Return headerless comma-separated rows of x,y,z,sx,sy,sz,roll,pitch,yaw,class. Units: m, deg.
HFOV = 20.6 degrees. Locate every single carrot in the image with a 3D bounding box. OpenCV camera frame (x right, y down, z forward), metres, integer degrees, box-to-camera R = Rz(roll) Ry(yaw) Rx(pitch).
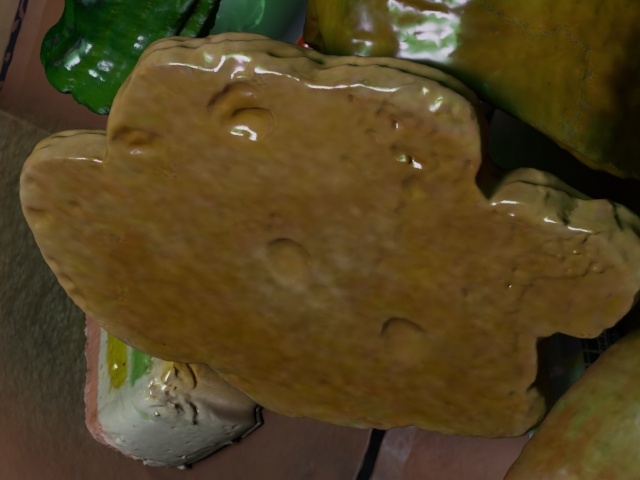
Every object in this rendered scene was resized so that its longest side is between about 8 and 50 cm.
0.122,-0.214,0.951,0.241,0.241,0.341,14,96,43,carrot

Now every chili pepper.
-0.091,-0.186,1.096,0.253,0.083,0.099,-58,42,17,chili pepper

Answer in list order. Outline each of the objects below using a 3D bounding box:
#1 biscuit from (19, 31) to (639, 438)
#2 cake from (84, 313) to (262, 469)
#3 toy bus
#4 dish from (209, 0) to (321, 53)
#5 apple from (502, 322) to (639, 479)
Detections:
0.002,-0.003,0.960,0.376,0.269,0.051,3,44,29,biscuit
-0.125,0.046,1.252,0.109,0.090,0.225,-38,60,37,cake
0.144,0.079,1.014,0.052,0.058,0.102,-19,73,39,toy bus
-0.027,-0.200,1.169,0.256,0.117,0.256,-6,81,43,dish
0.184,0.210,0.917,0.179,0.254,0.346,-112,38,-79,apple
